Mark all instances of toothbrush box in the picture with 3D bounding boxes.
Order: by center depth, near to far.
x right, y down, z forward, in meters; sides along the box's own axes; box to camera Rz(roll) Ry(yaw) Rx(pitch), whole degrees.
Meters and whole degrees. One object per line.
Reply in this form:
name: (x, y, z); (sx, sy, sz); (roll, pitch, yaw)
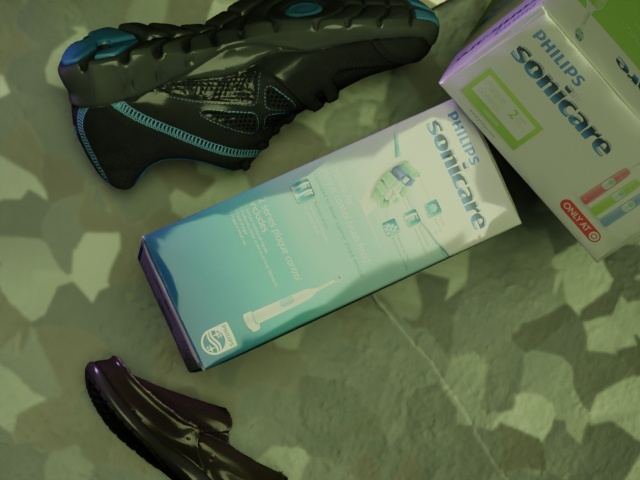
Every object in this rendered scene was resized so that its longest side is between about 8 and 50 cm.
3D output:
toothbrush box: (0.243, -0.147, 1.561); (0.122, 0.283, 0.206); (-36, 102, 31)
toothbrush box: (0.000, 0.000, 1.568); (0.296, 0.216, 0.126); (-24, 88, -7)

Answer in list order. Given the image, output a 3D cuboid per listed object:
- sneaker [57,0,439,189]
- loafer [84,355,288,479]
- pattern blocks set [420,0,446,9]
sneaker: (-0.058, -0.144, 1.633); (0.341, 0.125, 0.139); (-11, 115, -2)
loafer: (-0.118, 0.174, 1.617); (0.220, 0.080, 0.078); (44, 72, -7)
pattern blocks set: (0.128, -0.312, 1.703); (0.325, 0.026, 0.285); (-44, 92, -8)
